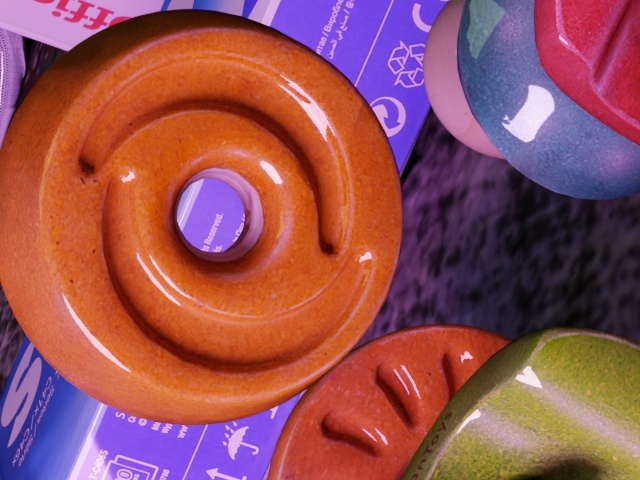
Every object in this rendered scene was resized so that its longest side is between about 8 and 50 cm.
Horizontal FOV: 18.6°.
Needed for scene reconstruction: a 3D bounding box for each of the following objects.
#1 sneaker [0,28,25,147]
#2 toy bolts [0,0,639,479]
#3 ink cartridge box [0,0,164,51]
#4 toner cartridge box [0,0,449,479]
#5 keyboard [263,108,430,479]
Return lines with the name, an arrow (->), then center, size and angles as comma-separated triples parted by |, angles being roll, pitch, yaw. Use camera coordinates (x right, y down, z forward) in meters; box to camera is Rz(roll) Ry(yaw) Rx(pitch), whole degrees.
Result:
sneaker -> -0.308, -0.108, 1.355 | 0.366, 0.137, 0.210 | -45, 33, 39
toy bolts -> 0.024, -0.011, 0.549 | 0.228, 0.218, 0.158 | -57, 16, -12
ink cartridge box -> -0.111, -0.236, 0.957 | 0.273, 0.198, 0.114 | -51, 31, 37
toner cartridge box -> -0.030, -0.037, 0.774 | 0.347, 0.075, 0.165 | -66, 20, 11
keyboard -> 0.000, 0.000, 0.786 | 0.256, 0.014, 0.072 | -66, 25, 11
